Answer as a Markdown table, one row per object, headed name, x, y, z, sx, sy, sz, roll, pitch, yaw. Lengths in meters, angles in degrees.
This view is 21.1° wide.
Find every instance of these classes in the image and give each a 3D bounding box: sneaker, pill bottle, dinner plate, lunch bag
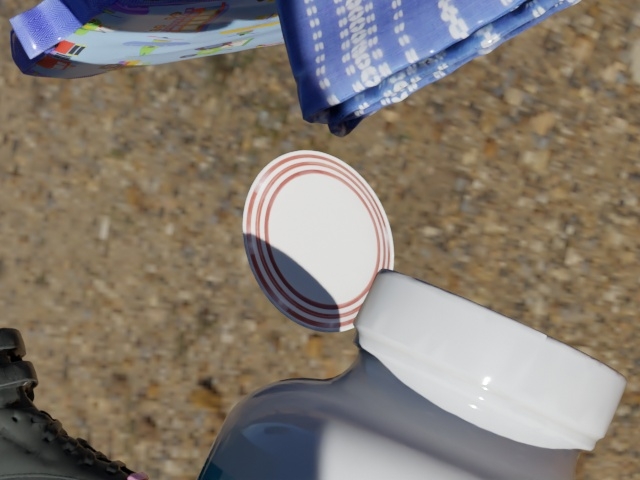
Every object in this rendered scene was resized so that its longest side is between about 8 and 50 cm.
| name | x | y | z | sx | sy | sz | roll | pitch | yaw |
| --- | --- | --- | --- | --- | --- | --- | --- | --- | --- |
| sneaker | -0.177 | 0.127 | 1.100 | 0.296 | 0.104 | 0.146 | 7 | 79 | 1 |
| pill bottle | 0.007 | 0.147 | 0.570 | 0.146 | 0.146 | 0.264 | 21 | 86 | 38 |
| dinner plate | 0.000 | 0.000 | 1.303 | 0.141 | 0.017 | 0.141 | 11 | 109 | 33 |
| lunch bag | -0.066 | -0.176 | 1.128 | 0.221 | 0.293 | 0.138 | -13 | 102 | 65 |

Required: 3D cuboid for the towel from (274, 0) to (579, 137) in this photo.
| name | x | y | z | sx | sy | sz | roll | pitch | yaw |
| --- | --- | --- | --- | --- | --- | --- | --- | --- | --- |
| towel | 0.101 | -0.211 | 0.617 | 0.336 | 0.040 | 0.243 | -30 | 58 | 23 |
